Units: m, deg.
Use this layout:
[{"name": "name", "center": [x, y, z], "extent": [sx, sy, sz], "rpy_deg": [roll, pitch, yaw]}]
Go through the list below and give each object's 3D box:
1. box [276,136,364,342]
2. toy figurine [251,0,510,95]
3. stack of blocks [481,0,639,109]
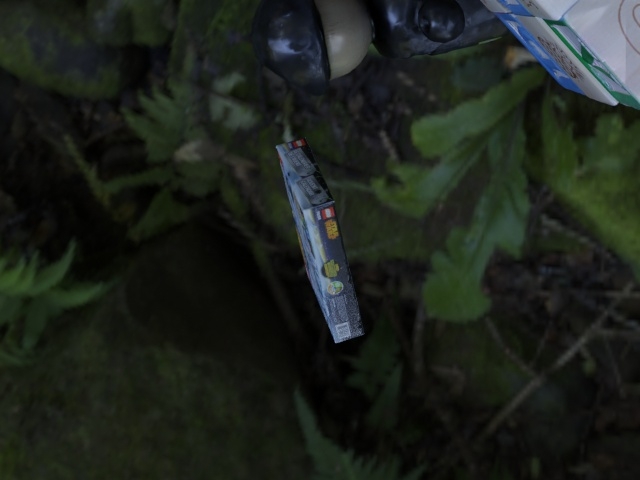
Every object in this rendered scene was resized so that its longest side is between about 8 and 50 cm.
[{"name": "box", "center": [0.000, 0.000, 1.204], "extent": [0.027, 0.094, 0.137], "rpy_deg": [-17, 129, -5]}, {"name": "toy figurine", "center": [0.021, -0.195, 0.716], "extent": [0.148, 0.209, 0.213], "rpy_deg": [-15, 160, -7]}, {"name": "stack of blocks", "center": [0.030, -0.179, 0.501], "extent": [0.087, 0.171, 0.297], "rpy_deg": [-43, 99, 5]}]
